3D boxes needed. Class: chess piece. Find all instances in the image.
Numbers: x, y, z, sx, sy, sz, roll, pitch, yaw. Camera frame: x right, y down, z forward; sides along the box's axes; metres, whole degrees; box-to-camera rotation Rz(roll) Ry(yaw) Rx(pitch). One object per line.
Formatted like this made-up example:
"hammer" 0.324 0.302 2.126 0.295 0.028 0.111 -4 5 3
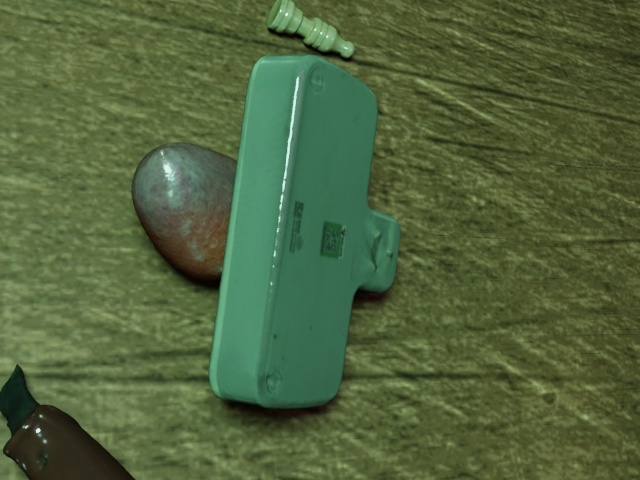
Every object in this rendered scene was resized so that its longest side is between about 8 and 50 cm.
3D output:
"chess piece" -0.006 -0.209 0.844 0.092 0.035 0.035 23 58 -23

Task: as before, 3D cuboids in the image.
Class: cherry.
"cherry" -0.097 -0.027 0.670 0.126 0.087 0.106 43 34 -27

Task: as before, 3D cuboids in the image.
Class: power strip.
"power strip" -0.001 0.000 0.681 0.193 0.059 0.265 15 81 -57

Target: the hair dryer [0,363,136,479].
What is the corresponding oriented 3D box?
"hair dryer" -0.089 0.203 0.554 0.340 0.123 0.312 41 6 27
